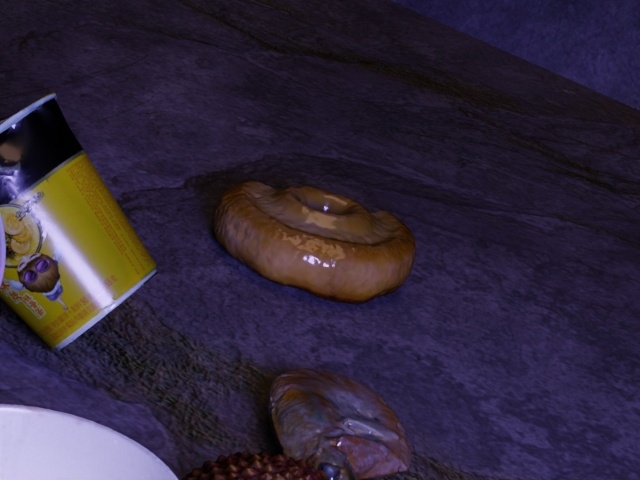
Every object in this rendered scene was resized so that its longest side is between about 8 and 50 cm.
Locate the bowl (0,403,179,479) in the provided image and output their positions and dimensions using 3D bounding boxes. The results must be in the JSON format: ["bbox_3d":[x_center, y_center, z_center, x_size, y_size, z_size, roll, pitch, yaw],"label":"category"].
[{"bbox_3d":[-0.257,0.265,1.531,0.277,0.145,0.277,14,22,-6],"label":"bowl"}]

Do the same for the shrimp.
[{"bbox_3d":[0.028,0.218,1.933,0.168,0.077,0.317,15,20,-13],"label":"shrimp"}]

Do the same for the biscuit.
[{"bbox_3d":[0.000,-0.001,2.380,0.274,0.091,0.213,13,22,-16],"label":"biscuit"}]

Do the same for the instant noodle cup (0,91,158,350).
[{"bbox_3d":[-0.307,-0.013,1.995,0.236,0.215,0.215,53,25,-5],"label":"instant noodle cup"}]

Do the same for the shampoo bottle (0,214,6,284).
[{"bbox_3d":[-0.470,0.015,1.781,0.273,0.273,0.266,25,18,18],"label":"shampoo bottle"}]

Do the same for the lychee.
[{"bbox_3d":[-0.061,0.271,1.630,0.188,0.188,0.188,15,23,-6],"label":"lychee"}]
